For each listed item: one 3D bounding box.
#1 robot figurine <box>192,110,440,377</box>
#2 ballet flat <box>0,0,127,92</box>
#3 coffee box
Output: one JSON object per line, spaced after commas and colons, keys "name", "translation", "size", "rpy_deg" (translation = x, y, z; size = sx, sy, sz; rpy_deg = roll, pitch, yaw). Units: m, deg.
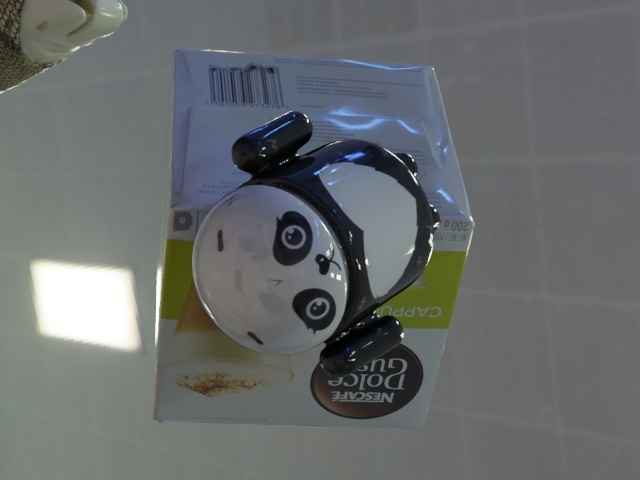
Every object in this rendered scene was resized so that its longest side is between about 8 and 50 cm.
{"name": "robot figurine", "translation": [0.002, 0.001, 1.288], "size": [0.209, 0.278, 0.173], "rpy_deg": [36, -52, 21]}
{"name": "ballet flat", "translation": [-0.263, -0.339, 1.436], "size": [0.182, 0.164, 0.483], "rpy_deg": [31, -70, 19]}
{"name": "coffee box", "translation": [-0.028, 0.000, 1.631], "size": [0.338, 0.338, 0.334], "rpy_deg": [-98, -166, -52]}
